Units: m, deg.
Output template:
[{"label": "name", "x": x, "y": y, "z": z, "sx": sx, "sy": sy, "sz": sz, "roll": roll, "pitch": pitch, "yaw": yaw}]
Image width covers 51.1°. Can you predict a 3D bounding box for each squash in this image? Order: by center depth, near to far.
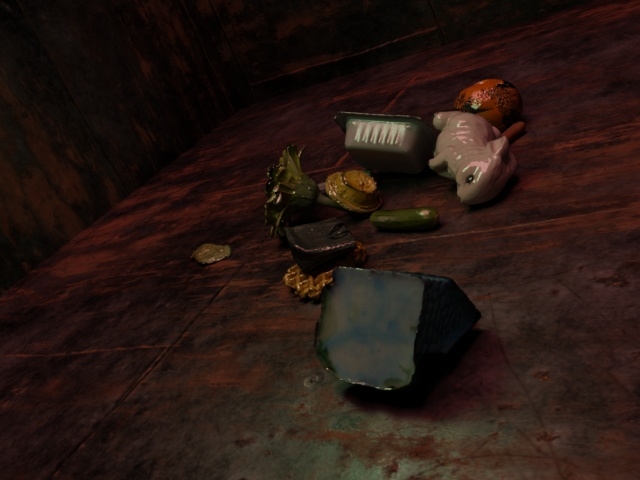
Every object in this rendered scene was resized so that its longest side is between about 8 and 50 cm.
[{"label": "squash", "x": 0.236, "y": -0.061, "z": 1.890, "sx": 0.229, "sy": 0.066, "sz": 0.066, "roll": 0, "pitch": 33, "yaw": 46}]

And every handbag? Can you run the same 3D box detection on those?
[{"label": "handbag", "x": 0.000, "y": 0.000, "z": 1.845, "sx": 0.175, "sy": 0.088, "sz": 0.270, "roll": -20, "pitch": 20, "yaw": -5}]

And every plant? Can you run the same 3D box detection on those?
[{"label": "plant", "x": -0.077, "y": -0.135, "z": 2.129, "sx": 0.297, "sy": 0.306, "sz": 0.261, "roll": 28, "pitch": 21, "yaw": 30}]

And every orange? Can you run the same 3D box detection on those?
[{"label": "orange", "x": 0.562, "y": -0.444, "z": 2.250, "sx": 0.234, "sy": 0.182, "sz": 0.234, "roll": -23, "pitch": 10, "yaw": 4}]

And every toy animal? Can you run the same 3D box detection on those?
[{"label": "toy animal", "x": 0.448, "y": -0.239, "z": 1.931, "sx": 0.258, "sy": 0.194, "sz": 0.357, "roll": -20, "pitch": 35, "yaw": 0}]

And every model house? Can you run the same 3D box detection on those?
[{"label": "model house", "x": 0.161, "y": 0.173, "z": 1.363, "sx": 0.261, "sy": 0.226, "sz": 0.241, "roll": 5, "pitch": 0, "yaw": 44}]

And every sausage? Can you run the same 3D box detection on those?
[{"label": "sausage", "x": 0.593, "y": -0.324, "z": 2.121, "sx": 0.177, "sy": 0.040, "sz": 0.047, "roll": -39, "pitch": 36, "yaw": -28}]

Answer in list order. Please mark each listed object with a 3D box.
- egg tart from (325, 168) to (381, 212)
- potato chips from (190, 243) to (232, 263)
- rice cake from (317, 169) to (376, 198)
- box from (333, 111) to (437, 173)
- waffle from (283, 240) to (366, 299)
[{"label": "egg tart", "x": 0.112, "y": -0.164, "z": 2.102, "sx": 0.074, "sy": 0.191, "sz": 0.191, "roll": -62, "pitch": -3, "yaw": 38}, {"label": "potato chips", "x": -0.386, "y": 0.049, "z": 2.326, "sx": 0.209, "sy": 0.026, "sz": 0.142, "roll": -9, "pitch": 25, "yaw": 29}, {"label": "rice cake", "x": 0.034, "y": -0.175, "z": 2.332, "sx": 0.336, "sy": 0.063, "sz": 0.066, "roll": -15, "pitch": 22, "yaw": 22}, {"label": "box", "x": 0.215, "y": -0.301, "z": 2.179, "sx": 0.337, "sy": 0.264, "sz": 0.106, "roll": 11, "pitch": 72, "yaw": 31}, {"label": "waffle", "x": 0.024, "y": 0.071, "z": 1.827, "sx": 0.253, "sy": 0.056, "sz": 0.249, "roll": -32, "pitch": 24, "yaw": -21}]
